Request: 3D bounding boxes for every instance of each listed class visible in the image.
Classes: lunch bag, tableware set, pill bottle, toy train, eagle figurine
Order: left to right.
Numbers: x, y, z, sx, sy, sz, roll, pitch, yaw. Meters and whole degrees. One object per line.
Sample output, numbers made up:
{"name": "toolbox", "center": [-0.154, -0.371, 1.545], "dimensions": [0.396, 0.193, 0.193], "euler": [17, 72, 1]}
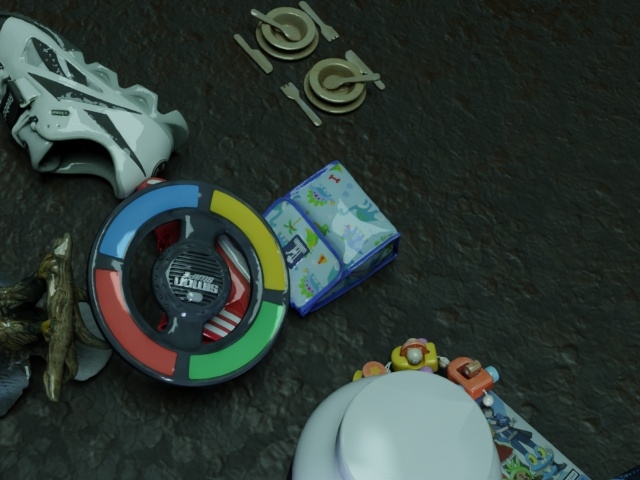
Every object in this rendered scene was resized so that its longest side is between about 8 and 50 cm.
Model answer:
{"name": "eagle figurine", "center": [-0.390, 0.088, 1.162], "dimensions": [0.298, 0.225, 0.226], "euler": [-15, 14, 16]}
{"name": "tableware set", "center": [-0.011, -0.253, 1.479], "dimensions": [0.128, 0.039, 0.194], "euler": [-32, 69, -24]}
{"name": "lunch bag", "center": [0.000, 0.000, 1.306], "dimensions": [0.151, 0.096, 0.129], "euler": [-35, 72, -10]}
{"name": "pill bottle", "center": [0.056, 0.237, 0.993], "dimensions": [0.181, 0.323, 0.181], "euler": [4, 59, -6]}
{"name": "toy train", "center": [0.111, 0.158, 1.228], "dimensions": [0.166, 0.046, 0.125], "euler": [-24, 42, -19]}

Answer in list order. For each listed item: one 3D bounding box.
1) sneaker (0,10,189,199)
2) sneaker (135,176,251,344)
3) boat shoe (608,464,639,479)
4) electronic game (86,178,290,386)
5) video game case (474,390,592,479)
{"name": "sneaker", "center": [-0.338, -0.164, 1.328], "dimensions": [0.330, 0.122, 0.146], "euler": [28, 58, 8]}
{"name": "sneaker", "center": [-0.163, 0.032, 1.257], "dimensions": [0.221, 0.087, 0.128], "euler": [42, 62, 13]}
{"name": "boat shoe", "center": [0.319, 0.299, 1.131], "dimensions": [0.258, 0.089, 0.109], "euler": [-28, 67, -22]}
{"name": "electronic game", "center": [-0.140, 0.044, 1.184], "dimensions": [0.229, 0.048, 0.229], "euler": [6, 75, -24]}
{"name": "video game case", "center": [0.177, 0.358, 1.150], "dimensions": [0.300, 0.036, 0.329], "euler": [42, 63, 16]}
